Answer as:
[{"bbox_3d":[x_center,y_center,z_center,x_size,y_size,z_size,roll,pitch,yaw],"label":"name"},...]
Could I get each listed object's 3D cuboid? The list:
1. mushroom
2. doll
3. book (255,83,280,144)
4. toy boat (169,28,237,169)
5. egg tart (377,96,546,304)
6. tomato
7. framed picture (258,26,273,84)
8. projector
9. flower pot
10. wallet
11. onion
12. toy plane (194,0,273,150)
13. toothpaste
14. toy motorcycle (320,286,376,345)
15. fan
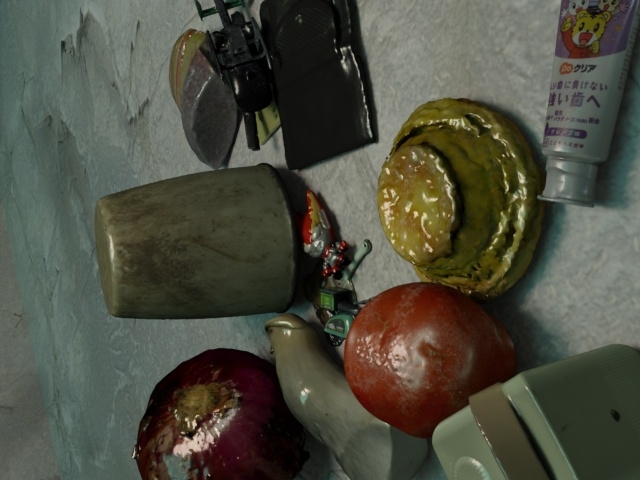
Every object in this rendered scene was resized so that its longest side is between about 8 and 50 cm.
[{"bbox_3d":[0.022,0.262,1.241,0.397,0.126,0.178,32,133,50],"label":"mushroom"},{"bbox_3d":[0.000,0.000,1.302,0.169,0.057,0.109,47,122,35],"label":"doll"},{"bbox_3d":[-0.107,-0.247,1.442,0.111,0.014,0.077,-38,68,54],"label":"book"},{"bbox_3d":[-0.269,-0.325,1.562,0.294,0.111,0.276,61,155,23],"label":"toy boat"},{"bbox_3d":[0.167,-0.055,1.005,0.294,0.123,0.294,8,100,54],"label":"egg tart"},{"bbox_3d":[0.144,0.169,0.985,0.232,0.232,0.189,-11,46,54],"label":"tomato"},{"bbox_3d":[-0.080,-0.341,1.402,0.149,0.011,0.109,34,121,47],"label":"framed picture"},{"bbox_3d":[0.258,0.229,0.819,0.177,0.242,0.163,-49,59,44],"label":"projector"},{"bbox_3d":[-0.239,0.010,1.364,0.293,0.330,0.294,174,90,-69],"label":"flower pot"},{"bbox_3d":[-0.013,-0.302,1.284,0.247,0.041,0.323,-12,89,52],"label":"wallet"},{"bbox_3d":[-0.174,0.410,1.435,0.347,0.347,0.385,41,162,43],"label":"onion"},{"bbox_3d":[-0.165,-0.369,1.411,0.155,0.106,0.382,85,164,-69],"label":"toy plane"},{"bbox_3d":[0.308,-0.190,0.844,0.114,0.073,0.300,15,99,52],"label":"toothpaste"},{"bbox_3d":[0.067,0.133,1.224,0.173,0.058,0.100,9,103,50],"label":"toy motorcycle"},{"bbox_3d":[0.036,0.077,1.302,0.153,0.008,0.227,61,139,28],"label":"fan"}]
